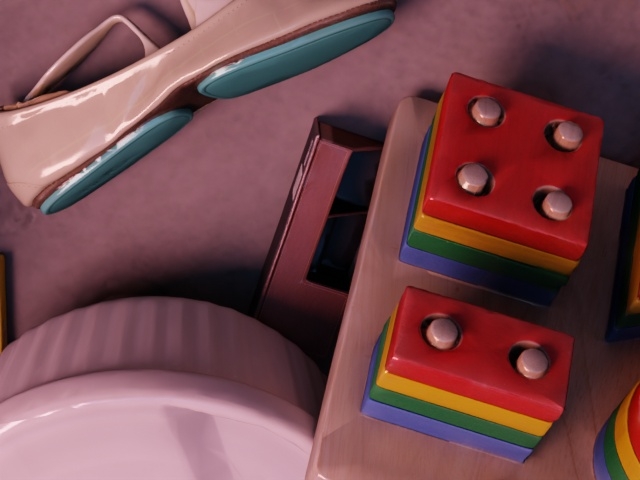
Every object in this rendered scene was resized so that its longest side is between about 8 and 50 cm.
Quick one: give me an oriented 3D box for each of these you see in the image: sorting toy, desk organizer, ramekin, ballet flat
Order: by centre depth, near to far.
[{"bbox_3d":[0.147,0.042,0.932,0.255,0.257,0.089,18,144,-5],"label":"sorting toy"},{"bbox_3d":[-0.079,-0.103,0.989,0.248,0.086,0.086,-28,104,9],"label":"ballet flat"},{"bbox_3d":[-0.095,0.153,1.006,0.272,0.127,0.273,-1,124,-1],"label":"ramekin"},{"bbox_3d":[0.000,0.000,1.031,0.050,0.047,0.130,17,106,-7],"label":"desk organizer"}]

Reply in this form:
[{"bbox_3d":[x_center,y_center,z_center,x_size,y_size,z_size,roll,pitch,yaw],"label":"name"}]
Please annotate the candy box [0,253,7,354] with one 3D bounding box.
[{"bbox_3d":[-0.243,0.108,1.075,0.105,0.027,0.206,0,107,-3],"label":"candy box"}]
